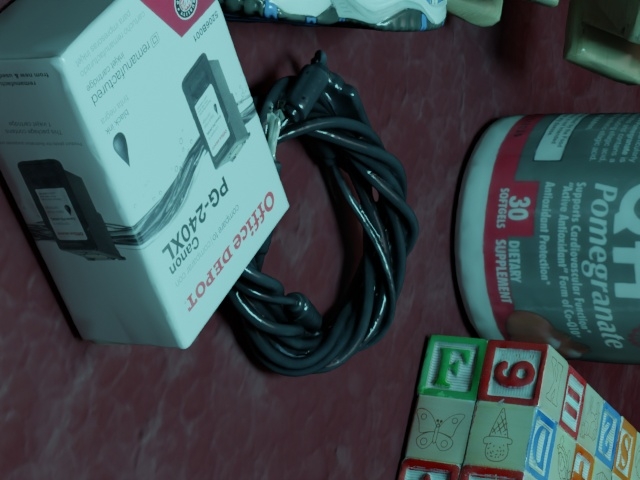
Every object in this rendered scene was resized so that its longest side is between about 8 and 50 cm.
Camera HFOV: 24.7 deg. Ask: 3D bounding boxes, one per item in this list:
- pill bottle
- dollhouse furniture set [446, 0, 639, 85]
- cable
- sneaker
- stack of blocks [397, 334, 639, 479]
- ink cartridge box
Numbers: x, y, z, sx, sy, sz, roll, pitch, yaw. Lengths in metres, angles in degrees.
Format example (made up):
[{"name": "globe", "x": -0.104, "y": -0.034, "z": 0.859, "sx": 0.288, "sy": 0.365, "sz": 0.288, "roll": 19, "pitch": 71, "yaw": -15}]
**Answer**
[{"name": "pill bottle", "x": 0.266, "y": 0.000, "z": 0.987, "sx": 0.176, "sy": 0.318, "sz": 0.176, "roll": -5, "pitch": 95, "yaw": -59}, {"name": "dollhouse furniture set", "x": 0.179, "y": -0.284, "z": 0.800, "sx": 0.394, "sy": 0.362, "sz": 0.256, "roll": 16, "pitch": 79, "yaw": -29}, {"name": "cable", "x": 0.000, "y": 0.000, "z": 0.797, "sx": 0.150, "sy": 0.047, "sz": 0.184, "roll": -58, "pitch": 140, "yaw": -40}, {"name": "sneaker", "x": 0.009, "y": -0.151, "z": 0.767, "sx": 0.211, "sy": 0.080, "sz": 0.081, "roll": -9, "pitch": 103, "yaw": -61}, {"name": "stack of blocks", "x": 0.155, "y": 0.196, "z": 1.041, "sx": 0.297, "sy": 0.087, "sz": 0.171, "roll": 39, "pitch": 59, "yaw": -55}, {"name": "ink cartridge box", "x": -0.080, "y": -0.043, "z": 0.637, "sx": 0.109, "sy": 0.063, "sz": 0.150, "roll": -56, "pitch": 137, "yaw": -42}]
